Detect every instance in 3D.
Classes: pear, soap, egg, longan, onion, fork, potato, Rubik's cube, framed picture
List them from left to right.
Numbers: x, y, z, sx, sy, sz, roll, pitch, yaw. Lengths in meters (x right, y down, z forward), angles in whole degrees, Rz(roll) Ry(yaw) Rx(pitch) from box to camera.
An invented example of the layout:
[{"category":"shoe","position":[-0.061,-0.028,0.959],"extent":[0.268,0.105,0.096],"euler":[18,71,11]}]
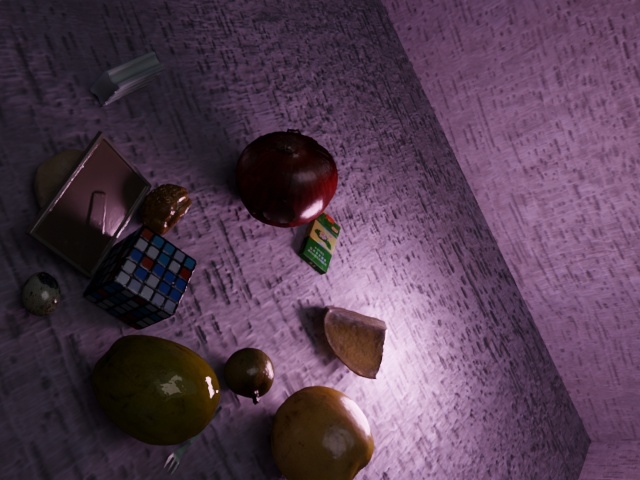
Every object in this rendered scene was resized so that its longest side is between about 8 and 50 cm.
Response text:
[{"category":"egg","position":[-0.663,0.126,1.344],"extent":[0.085,0.085,0.110],"euler":[19,53,-41]},{"category":"framed picture","position":[-0.575,-0.086,1.444],"extent":[0.315,0.024,0.232],"euler":[-65,150,-24]},{"category":"soap","position":[-0.572,-0.483,1.683],"extent":[0.066,0.119,0.198],"euler":[56,42,-13]},{"category":"Rubik's cube","position":[-0.471,0.103,1.483],"extent":[0.182,0.187,0.184],"euler":[40,46,-27]},{"category":"pear","position":[-0.401,0.364,1.401],"extent":[0.307,0.253,0.253],"euler":[42,47,-17]},{"category":"fork","position":[-0.345,0.541,1.547],"extent":[0.039,0.021,0.235],"euler":[60,40,-14]},{"category":"longan","position":[-0.206,0.397,1.654],"extent":[0.155,0.145,0.176],"euler":[8,40,-28]},{"category":"onion","position":[-0.123,-0.189,1.884],"extent":[0.341,0.341,0.341],"euler":[21,59,-39]},{"category":"pear","position":[-0.003,0.590,1.677],"extent":[0.314,0.314,0.314],"euler":[21,59,-39]},{"category":"potato","position":[0.106,0.359,2.051],"extent":[0.264,0.211,0.189],"euler":[20,94,-3]}]

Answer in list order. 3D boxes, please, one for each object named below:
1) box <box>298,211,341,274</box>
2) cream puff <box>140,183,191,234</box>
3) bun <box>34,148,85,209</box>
[{"category":"box","position":[0.000,0.000,2.135],"extent":[0.132,0.034,0.235],"euler":[42,47,-26]},{"category":"cream puff","position":[-0.449,-0.095,1.618],"extent":[0.115,0.150,0.165],"euler":[40,85,-13]},{"category":"bun","position":[-0.626,-0.143,1.470],"extent":[0.222,0.127,0.222],"euler":[25,54,-39]}]
